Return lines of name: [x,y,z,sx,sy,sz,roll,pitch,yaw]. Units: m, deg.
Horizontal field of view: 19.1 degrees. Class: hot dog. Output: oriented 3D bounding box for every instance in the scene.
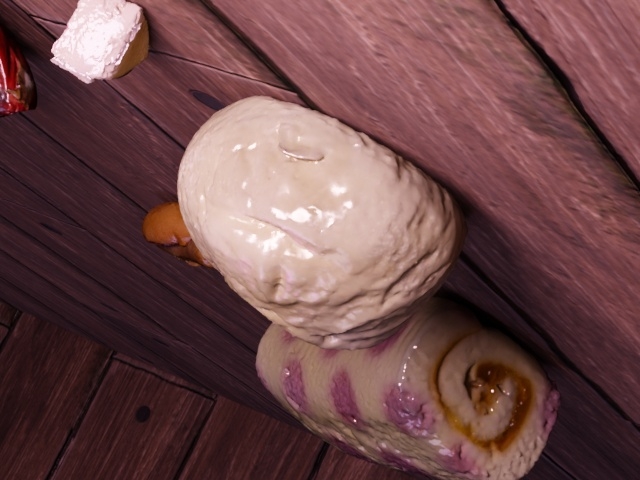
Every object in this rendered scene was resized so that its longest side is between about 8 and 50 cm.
hot dog: [-0.132,-0.001,1.988,0.140,0.060,0.090,10,165,46]

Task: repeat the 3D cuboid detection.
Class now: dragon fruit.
dragon fruit: [-0.295,-0.157,1.612,0.127,0.120,0.161,-7,-177,10]

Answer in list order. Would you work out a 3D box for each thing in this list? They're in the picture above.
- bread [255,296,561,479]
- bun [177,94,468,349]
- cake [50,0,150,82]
bread: [0.077,0.147,1.929,0.187,0.155,0.338,36,167,-23]
bun: [0.000,0.000,1.446,0.244,0.153,0.244,21,168,5]
cake: [-0.150,-0.153,1.399,0.052,0.065,0.121,26,-168,4]
